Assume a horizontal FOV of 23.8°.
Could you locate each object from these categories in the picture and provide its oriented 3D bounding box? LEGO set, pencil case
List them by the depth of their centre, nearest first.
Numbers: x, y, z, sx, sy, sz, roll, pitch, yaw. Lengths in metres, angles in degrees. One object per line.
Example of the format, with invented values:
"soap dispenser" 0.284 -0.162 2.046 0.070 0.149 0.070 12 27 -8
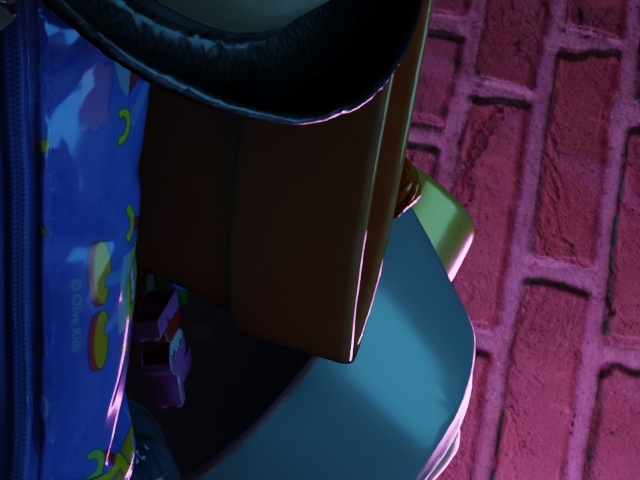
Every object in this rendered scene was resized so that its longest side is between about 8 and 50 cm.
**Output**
"pencil case" -0.123 -0.025 0.591 0.133 0.119 0.306 -103 -162 -57
"LEGO set" -0.117 0.050 1.035 0.227 0.087 0.093 -69 154 -66

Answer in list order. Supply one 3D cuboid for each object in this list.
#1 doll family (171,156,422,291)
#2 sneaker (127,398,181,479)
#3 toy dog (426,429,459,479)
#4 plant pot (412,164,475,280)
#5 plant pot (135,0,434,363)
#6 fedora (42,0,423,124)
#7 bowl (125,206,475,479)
"doll family" -0.017 -0.077 0.999 0.118 0.163 0.263 40 38 -68
"sneaker" -0.138 0.141 0.857 0.350 0.131 0.148 109 -8 -64
"toy dog" -0.062 0.303 1.551 0.395 0.284 0.408 -52 -177 16
"plant pot" -0.020 0.039 1.396 0.239 0.254 0.254 -63 172 -12
"plant pot" -0.053 -0.098 0.763 0.291 0.203 0.291 11 90 -86
"fedora" -0.007 -0.213 0.485 0.334 0.152 0.334 27 54 -45
"bowl" -0.003 0.101 1.136 0.311 0.163 0.311 -42 -157 22
